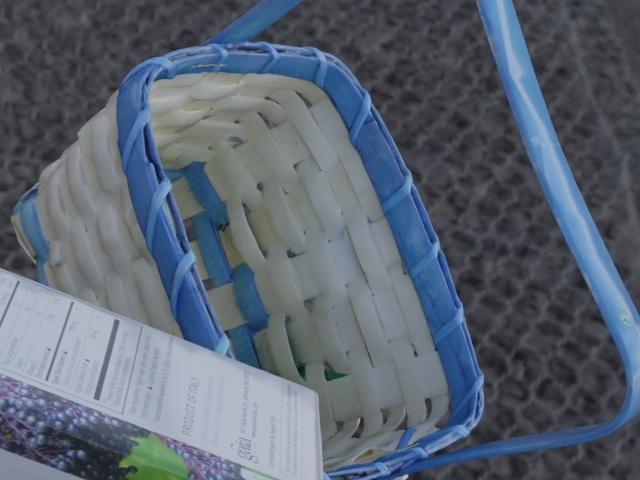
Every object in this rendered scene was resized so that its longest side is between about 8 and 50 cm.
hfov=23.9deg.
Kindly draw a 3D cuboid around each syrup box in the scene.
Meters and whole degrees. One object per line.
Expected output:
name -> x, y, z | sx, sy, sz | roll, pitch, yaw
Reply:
syrup box -> -0.124, 0.070, 0.538 | 0.237, 0.093, 0.096 | 22, 21, -10

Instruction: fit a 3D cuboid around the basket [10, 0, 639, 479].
basket -> 0.000, 0.000, 0.746 | 0.201, 0.289, 0.254 | -15, 84, -48
